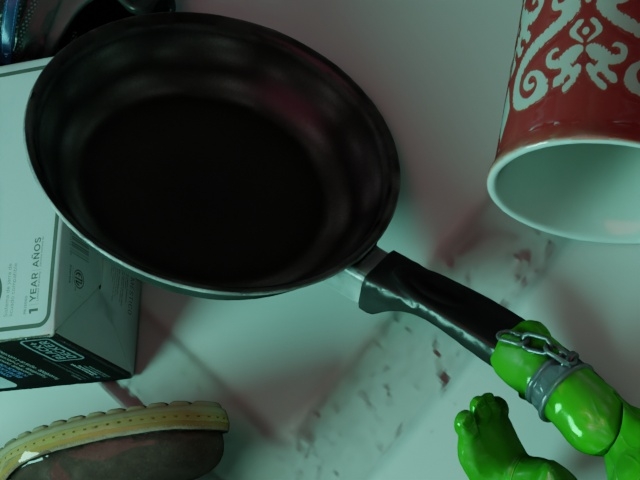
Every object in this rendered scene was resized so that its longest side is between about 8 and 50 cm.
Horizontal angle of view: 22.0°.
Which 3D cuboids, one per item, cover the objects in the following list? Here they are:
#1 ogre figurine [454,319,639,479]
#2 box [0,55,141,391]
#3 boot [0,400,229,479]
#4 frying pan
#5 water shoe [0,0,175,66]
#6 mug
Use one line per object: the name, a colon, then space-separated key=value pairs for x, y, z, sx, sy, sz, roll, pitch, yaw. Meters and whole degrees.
ogre figurine: x=0.109 y=0.142 z=0.731 sx=0.118 sy=0.097 sz=0.197 roll=10 pitch=67 yaw=38
box: x=-0.247 y=0.003 z=0.956 sx=0.290 sy=0.087 sz=0.169 roll=-8 pitch=67 yaw=22
boot: x=-0.133 y=0.207 z=0.842 sx=0.248 sy=0.090 sz=0.207 roll=-23 pitch=74 yaw=14
frying pan: x=0.005 y=-0.022 z=0.860 sx=0.326 sy=0.053 sz=0.197 roll=19 pitch=47 yaw=-1
water shoe: x=-0.182 y=-0.115 z=0.981 sx=0.203 sy=0.073 sz=0.080 roll=-30 pitch=63 yaw=12
mug: x=0.160 y=-0.092 z=0.810 sx=0.113 sy=0.150 sz=0.169 roll=-28 pitch=48 yaw=55
